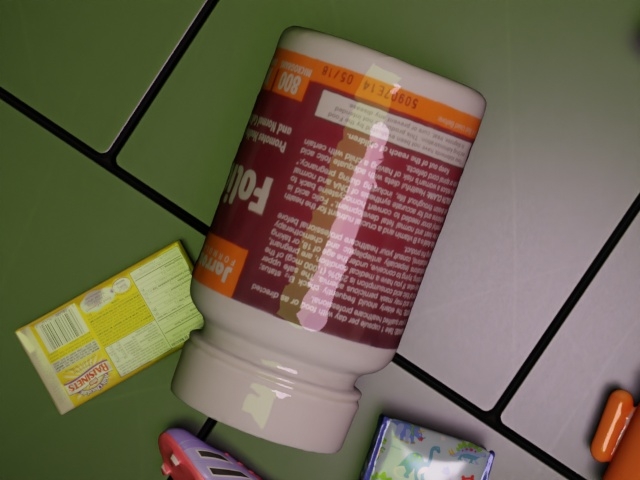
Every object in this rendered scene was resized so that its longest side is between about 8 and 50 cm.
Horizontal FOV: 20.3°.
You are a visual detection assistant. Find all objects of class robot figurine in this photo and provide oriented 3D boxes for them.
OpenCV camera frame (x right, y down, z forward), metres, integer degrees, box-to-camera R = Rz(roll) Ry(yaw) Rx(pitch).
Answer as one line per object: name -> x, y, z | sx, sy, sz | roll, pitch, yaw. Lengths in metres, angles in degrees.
robot figurine -> 0.375, 0.228, 1.857 | 0.128, 0.158, 0.219 | 23, 95, -33

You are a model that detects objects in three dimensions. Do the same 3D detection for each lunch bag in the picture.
lunch bag -> 0.101, 0.273, 1.885 | 0.128, 0.096, 0.151 | 17, 84, 1

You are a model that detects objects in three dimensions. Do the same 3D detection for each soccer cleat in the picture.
soccer cleat -> -0.073, 0.286, 1.910 | 0.095, 0.083, 0.248 | -41, 86, -26

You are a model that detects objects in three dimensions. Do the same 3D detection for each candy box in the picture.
candy box -> -0.215, 0.093, 1.921 | 0.206, 0.027, 0.105 | -29, 94, 4

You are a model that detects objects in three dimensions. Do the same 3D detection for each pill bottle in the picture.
pill bottle -> 0.000, 0.000, 1.810 | 0.224, 0.224, 0.392 | 20, 93, 1
